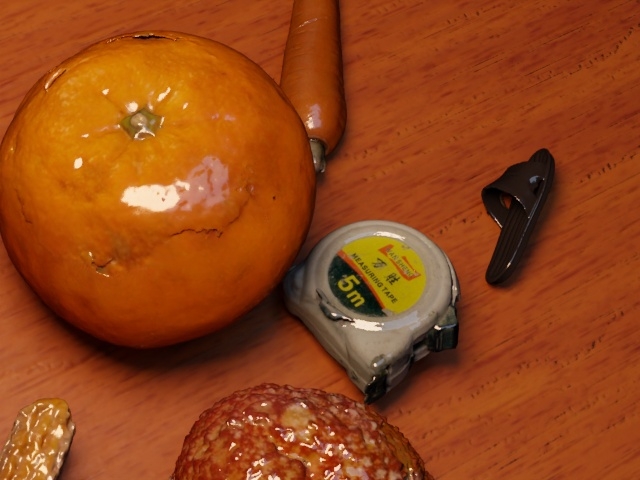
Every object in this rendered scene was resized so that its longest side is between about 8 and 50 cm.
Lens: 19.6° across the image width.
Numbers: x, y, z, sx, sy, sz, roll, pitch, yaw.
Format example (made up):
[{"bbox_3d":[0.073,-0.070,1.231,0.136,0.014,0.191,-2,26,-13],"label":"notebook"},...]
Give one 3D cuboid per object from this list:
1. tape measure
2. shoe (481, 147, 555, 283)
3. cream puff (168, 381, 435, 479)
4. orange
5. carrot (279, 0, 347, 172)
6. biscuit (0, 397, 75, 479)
[{"bbox_3d":[-0.001,0.001,1.757,0.164,0.084,0.330,-27,59,-25],"label":"tape measure"},{"bbox_3d":[0.183,-0.033,1.816,0.053,0.062,0.159,27,64,-15],"label":"shoe"},{"bbox_3d":[-0.009,0.227,1.577,0.240,0.164,0.240,16,47,-18],"label":"cream puff"},{"bbox_3d":[-0.143,-0.045,1.629,0.284,0.226,0.284,-2,64,5],"label":"orange"},{"bbox_3d":[-0.006,-0.202,1.856,0.069,0.069,0.336,9,56,-11],"label":"carrot"},{"bbox_3d":[-0.284,0.303,1.501,0.054,0.094,0.379,22,60,-4],"label":"biscuit"}]
